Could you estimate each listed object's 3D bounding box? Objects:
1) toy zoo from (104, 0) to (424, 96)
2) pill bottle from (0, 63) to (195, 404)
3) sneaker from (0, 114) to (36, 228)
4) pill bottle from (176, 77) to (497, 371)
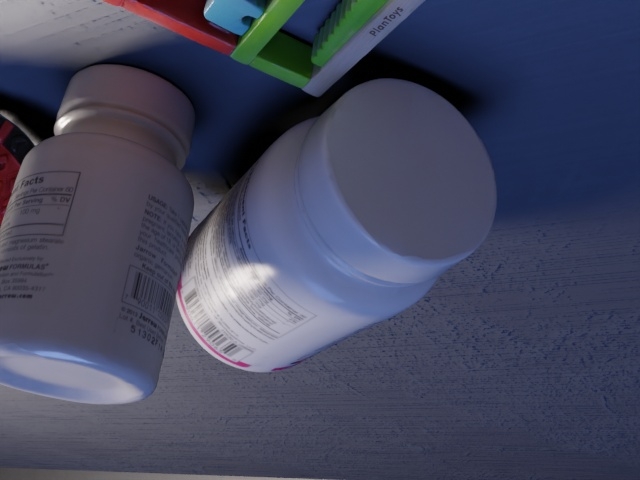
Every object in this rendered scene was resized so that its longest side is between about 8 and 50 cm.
[{"bbox_3d":[-0.077,-0.186,0.427,0.293,0.030,0.192,20,152,-23],"label":"toy zoo"},{"bbox_3d":[-0.163,-0.007,0.594,0.131,0.229,0.131,6,155,3],"label":"pill bottle"},{"bbox_3d":[-0.255,-0.028,0.719,0.262,0.104,0.125,41,176,-21],"label":"sneaker"},{"bbox_3d":[0.000,0.000,0.641,0.160,0.160,0.283,19,153,-21],"label":"pill bottle"}]
